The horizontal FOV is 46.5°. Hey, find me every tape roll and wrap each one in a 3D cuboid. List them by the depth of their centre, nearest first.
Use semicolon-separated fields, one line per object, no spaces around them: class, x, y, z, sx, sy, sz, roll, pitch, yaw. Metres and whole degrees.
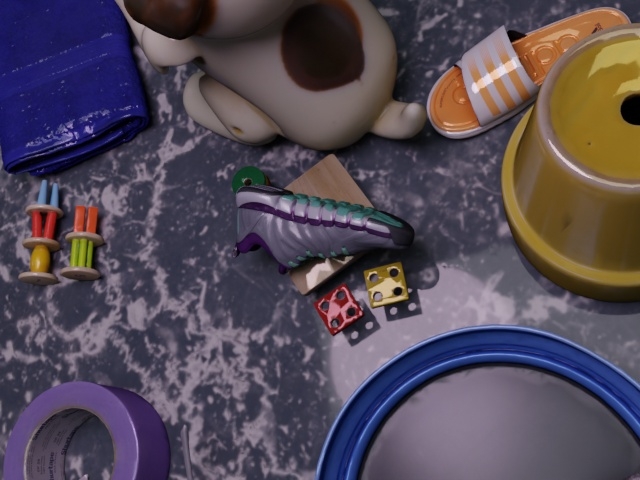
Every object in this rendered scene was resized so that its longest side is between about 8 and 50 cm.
tape roll;-0.289;0.273;0.923;0.189;0.080;0.189;-6;71;17

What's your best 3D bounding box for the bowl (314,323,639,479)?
bowl;0.185;0.285;0.765;0.391;0.077;0.391;-5;72;16

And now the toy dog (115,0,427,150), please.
toy dog;-0.081;-0.259;0.839;0.284;0.408;0.395;-43;65;2

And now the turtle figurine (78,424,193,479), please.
turtle figurine;-0.188;0.362;0.798;0.275;0.198;0.266;39;100;-10

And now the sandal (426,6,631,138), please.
sandal;0.245;-0.223;0.901;0.265;0.076;0.102;-27;67;9

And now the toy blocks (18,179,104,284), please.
toy blocks;-0.362;-0.018;1.050;0.123;0.054;0.148;-7;71;17

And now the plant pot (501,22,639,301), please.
plant pot;0.308;-0.084;0.751;0.254;0.239;0.254;-5;73;16

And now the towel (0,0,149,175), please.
towel;-0.385;-0.259;1.128;0.228;0.076;0.308;-19;68;4

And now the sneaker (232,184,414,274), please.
sneaker;0.000;0.000;0.876;0.224;0.083;0.098;14;101;24

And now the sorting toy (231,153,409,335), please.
sorting toy;0.008;-0.009;0.930;0.132;0.046;0.274;-37;66;4

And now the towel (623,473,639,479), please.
towel;0.386;0.298;0.606;0.121;0.284;0.235;-39;50;49
